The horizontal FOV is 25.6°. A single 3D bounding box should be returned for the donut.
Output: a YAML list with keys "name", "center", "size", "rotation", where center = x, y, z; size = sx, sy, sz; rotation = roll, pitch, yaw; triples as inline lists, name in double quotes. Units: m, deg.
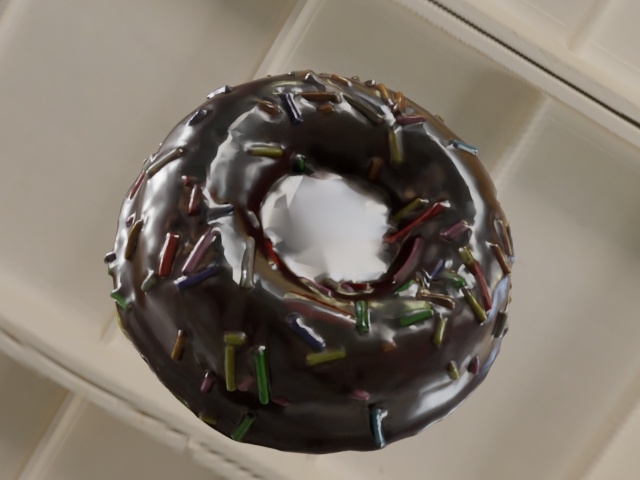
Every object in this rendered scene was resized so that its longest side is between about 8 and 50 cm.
- name: "donut"
  center: [0.000, 0.000, 0.774]
  size: [0.235, 0.235, 0.089]
  rotation: [17, -34, -2]
